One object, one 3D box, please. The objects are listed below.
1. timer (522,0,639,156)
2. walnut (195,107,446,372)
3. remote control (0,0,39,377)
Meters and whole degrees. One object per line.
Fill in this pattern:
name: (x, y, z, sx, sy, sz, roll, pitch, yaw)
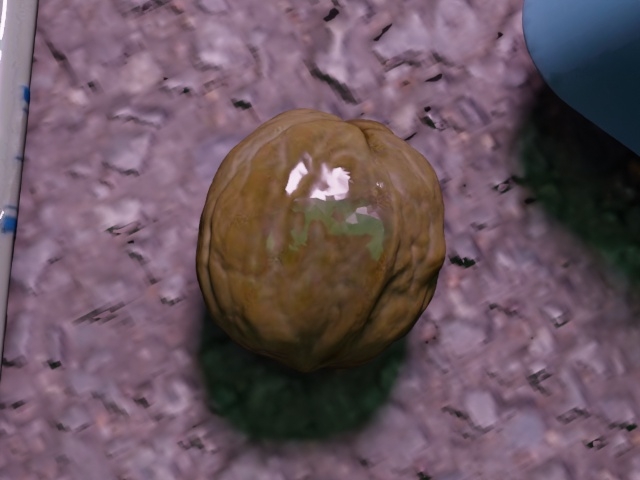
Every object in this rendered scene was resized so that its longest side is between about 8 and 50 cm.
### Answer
timer: (0.223, -0.080, 0.642, 0.250, 0.091, 0.232, 41, 60, -11)
walnut: (0.000, 0.000, 0.596, 0.092, 0.092, 0.092, 2, 76, -9)
remote control: (-0.164, 0.003, 0.575, 0.128, 0.065, 0.335, 6, 75, -10)
